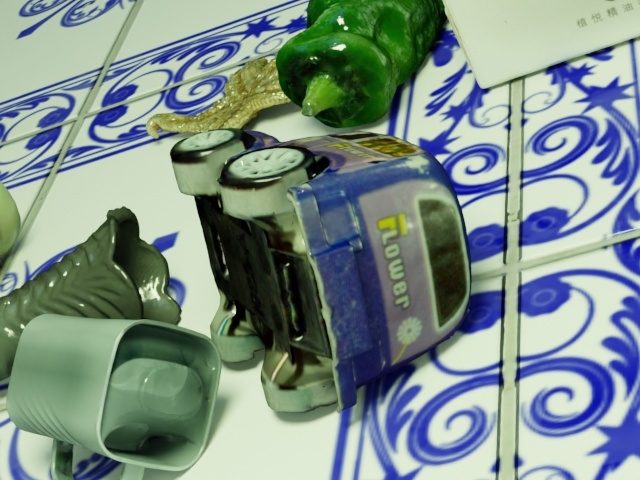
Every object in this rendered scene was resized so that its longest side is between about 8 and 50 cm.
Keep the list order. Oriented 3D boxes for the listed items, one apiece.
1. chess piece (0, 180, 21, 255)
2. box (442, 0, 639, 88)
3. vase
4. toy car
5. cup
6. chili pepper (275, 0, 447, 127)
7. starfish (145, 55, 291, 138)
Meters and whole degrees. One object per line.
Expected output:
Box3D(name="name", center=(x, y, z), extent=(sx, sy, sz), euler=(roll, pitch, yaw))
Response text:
Box3D(name="chess piece", center=(-0.379, 0.046, 1.286), extent=(0.144, 0.144, 0.251), euler=(-9, 40, 29))
Box3D(name="box", center=(0.245, -0.263, 1.271), extent=(0.274, 0.116, 0.203), euler=(-18, 30, 16))
Box3D(name="vase", center=(-0.237, 0.071, 1.158), extent=(0.237, 0.115, 0.115), euler=(-24, 29, 11))
Box3D(name="toy car", center=(0.000, 0.000, 1.026), extent=(0.158, 0.172, 0.235), euler=(-19, 23, -20))
Box3D(name="cup", center=(-0.146, 0.117, 1.016), extent=(0.129, 0.095, 0.128), euler=(3, 79, 47))
Box3D(name="chili pepper", center=(0.035, -0.189, 1.333), extent=(0.099, 0.136, 0.270), euler=(-47, 11, 39))
Box3D(name="starfish", center=(-0.076, -0.140, 1.406), extent=(0.209, 0.053, 0.150), euler=(-16, 27, 23))
